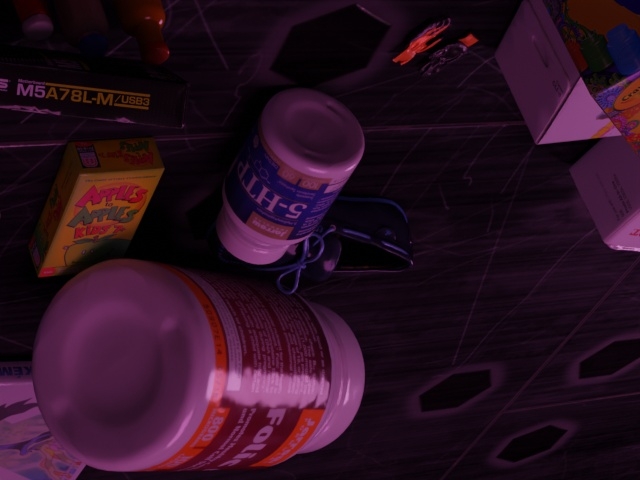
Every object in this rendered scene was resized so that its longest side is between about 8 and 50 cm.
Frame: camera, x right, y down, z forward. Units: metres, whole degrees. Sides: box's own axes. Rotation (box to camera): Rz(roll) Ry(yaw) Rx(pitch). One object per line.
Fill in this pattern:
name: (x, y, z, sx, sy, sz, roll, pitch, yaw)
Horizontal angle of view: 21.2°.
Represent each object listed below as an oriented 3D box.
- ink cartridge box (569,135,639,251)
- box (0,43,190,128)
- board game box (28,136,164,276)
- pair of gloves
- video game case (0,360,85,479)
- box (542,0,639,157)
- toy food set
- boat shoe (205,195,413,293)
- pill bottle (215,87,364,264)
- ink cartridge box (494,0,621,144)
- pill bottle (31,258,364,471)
ink cartridge box: (0.471, -0.114, 2.031, 0.211, 0.122, 0.289, 6, 141, -41)
box: (-0.216, -0.134, 1.435, 0.184, 0.190, 0.045, 8, 99, -15)
board game box: (-0.233, -0.033, 1.763, 0.092, 0.043, 0.181, -5, 147, -28)
pair of gloves: (0.118, -0.199, 1.756, 0.074, 0.010, 0.083, -37, 151, 23)
video game case: (-0.409, 0.247, 2.119, 0.300, 0.036, 0.329, 1, 144, -32)
box: (0.336, -0.270, 1.503, 0.290, 0.279, 0.177, -31, 149, 15)
toy food set: (-0.204, -0.226, 1.383, 0.111, 0.104, 0.232, -23, 152, 2)
boat shoe: (0.000, 0.000, 1.933, 0.258, 0.089, 0.109, -6, 148, -26)
pill bottle: (-0.039, -0.061, 1.778, 0.112, 0.112, 0.187, -4, 147, -30)
ink cartridge box: (0.294, -0.191, 1.768, 0.176, 0.128, 0.127, -7, 148, -24)
pill bottle: (-0.121, 0.147, 1.919, 0.224, 0.224, 0.392, -34, 159, 22)
